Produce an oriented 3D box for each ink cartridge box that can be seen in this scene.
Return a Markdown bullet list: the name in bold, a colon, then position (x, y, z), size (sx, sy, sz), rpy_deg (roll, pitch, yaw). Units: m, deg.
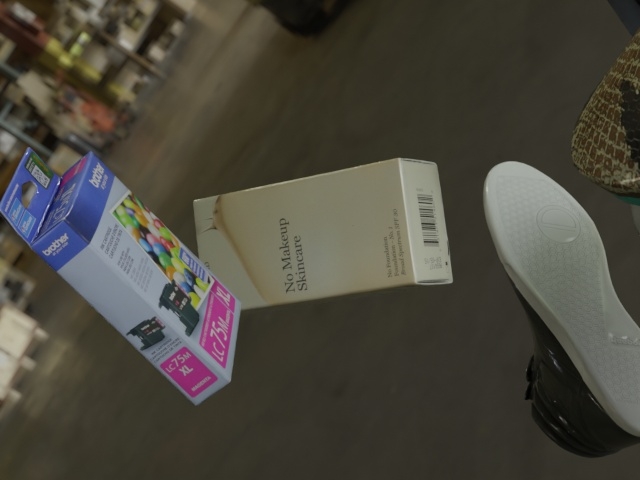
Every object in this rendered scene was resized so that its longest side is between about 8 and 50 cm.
- **ink cartridge box**: position (-0.214, 0.023, 1.531), size (0.065, 0.311, 0.186), rpy_deg (-40, 19, 18)

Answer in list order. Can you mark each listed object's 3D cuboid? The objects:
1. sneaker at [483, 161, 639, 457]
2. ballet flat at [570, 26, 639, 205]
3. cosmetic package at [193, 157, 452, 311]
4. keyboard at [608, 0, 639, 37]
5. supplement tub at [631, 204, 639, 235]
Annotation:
- **sneaker**: position (0.216, 0.075, 1.289), size (0.105, 0.295, 0.147), rpy_deg (-17, -24, -23)
- **ballet flat**: position (0.333, -0.158, 0.636), size (0.483, 0.182, 0.164), rpy_deg (-14, 39, 19)
- **cosmetic package**: position (0.000, 0.000, 1.753), size (0.309, 0.113, 0.160), rpy_deg (-11, 84, 29)
- **keyboard**: position (0.425, -0.219, 1.371), size (0.201, 0.317, 0.033), rpy_deg (-41, 23, 4)
- **supplement tub**: position (0.360, -0.004, 0.942), size (0.191, 0.191, 0.272), rpy_deg (-54, 33, 5)
